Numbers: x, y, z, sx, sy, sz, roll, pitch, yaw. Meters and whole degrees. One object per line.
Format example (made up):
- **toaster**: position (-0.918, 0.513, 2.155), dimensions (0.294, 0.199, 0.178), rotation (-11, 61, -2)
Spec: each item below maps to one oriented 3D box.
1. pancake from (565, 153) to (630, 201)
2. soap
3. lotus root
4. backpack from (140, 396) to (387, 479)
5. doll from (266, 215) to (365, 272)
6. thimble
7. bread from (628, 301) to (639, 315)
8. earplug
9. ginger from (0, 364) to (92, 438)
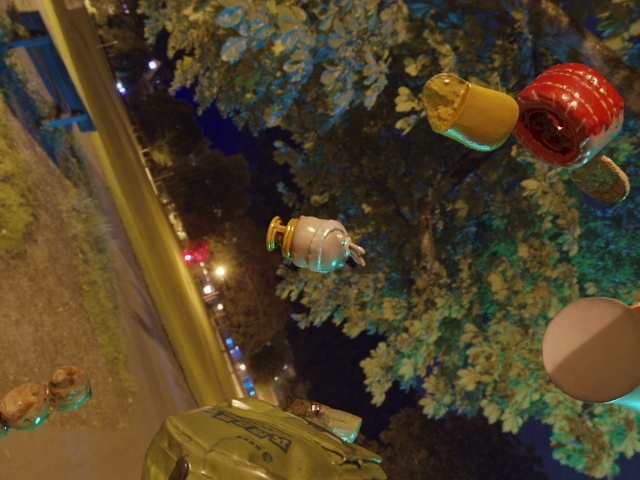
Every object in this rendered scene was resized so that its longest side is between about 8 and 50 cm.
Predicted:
- **pancake**: position (0.582, -0.133, 0.993), dimensions (0.139, 0.022, 0.139), rotation (44, -6, 6)
- **soap**: position (0.218, -0.181, 0.686), dimensions (0.033, 0.168, 0.089), rotation (-121, -135, -55)
- **lotus root**: position (-0.015, 0.328, 0.843), dimensions (0.144, 0.143, 0.070), rotation (48, 51, -51)
- **backpack**: position (-0.052, 0.238, 0.450), dimensions (0.206, 0.140, 0.253), rotation (14, -16, 28)
- **doll**: position (0.000, 0.000, 0.608), dimensions (0.084, 0.127, 0.073), rotation (-64, 165, -55)
- **thimble**: position (0.479, -0.243, 0.922), dimensions (0.189, 0.125, 0.163), rotation (44, -16, 17)
- **bread**: position (0.827, 0.208, 1.180), dimensions (0.192, 0.119, 0.067), rotation (-71, -172, -47)
- **earplug**: position (0.550, 0.229, 0.822), dimensions (0.301, 0.172, 0.172), rotation (26, 7, -28)
- **ginger**: position (-0.521, 0.292, 0.839), dimensions (0.080, 0.204, 0.104), rotation (49, -33, 31)
